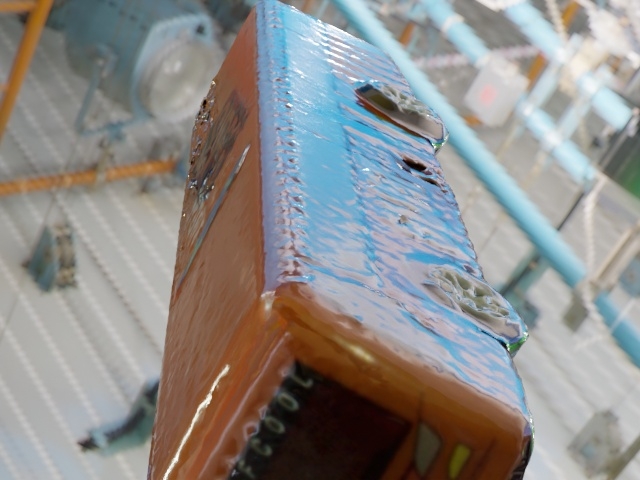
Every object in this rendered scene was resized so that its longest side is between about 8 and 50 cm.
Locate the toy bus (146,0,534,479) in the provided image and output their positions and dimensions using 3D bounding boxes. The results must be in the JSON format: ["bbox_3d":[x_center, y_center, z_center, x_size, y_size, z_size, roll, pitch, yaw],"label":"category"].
[{"bbox_3d":[0.000,0.000,0.574,0.092,0.093,0.409,26,-164,-11],"label":"toy bus"}]
